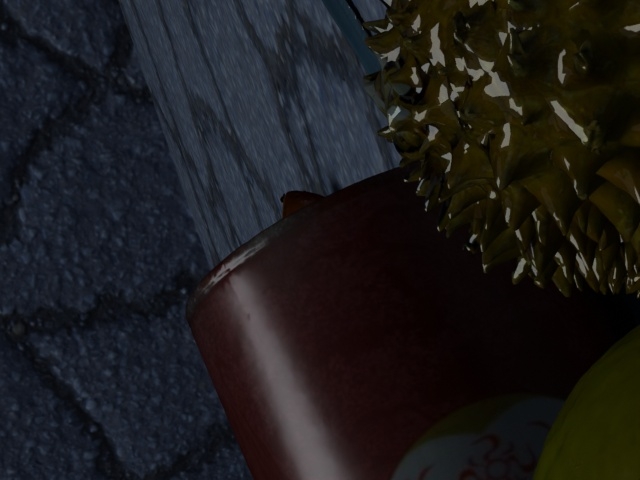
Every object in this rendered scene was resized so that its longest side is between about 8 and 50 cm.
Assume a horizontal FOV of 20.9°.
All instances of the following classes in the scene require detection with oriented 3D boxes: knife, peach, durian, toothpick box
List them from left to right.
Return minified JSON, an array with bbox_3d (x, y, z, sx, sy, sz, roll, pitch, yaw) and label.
[{"bbox_3d":[-0.011,-0.204,1.236,0.044,0.019,0.313,84,161,-52],"label":"knife"},{"bbox_3d":[0.000,0.001,1.510,0.098,0.061,0.098,-11,-90,-79],"label":"peach"},{"bbox_3d":[0.087,0.145,0.849,0.204,0.204,0.333,95,152,-72],"label":"toothpick box"},{"bbox_3d":[0.079,-0.071,0.627,0.183,0.138,0.249,57,175,15],"label":"durian"}]

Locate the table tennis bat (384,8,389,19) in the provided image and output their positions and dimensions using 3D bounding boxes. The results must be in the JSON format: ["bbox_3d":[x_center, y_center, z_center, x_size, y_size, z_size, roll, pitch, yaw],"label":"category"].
[{"bbox_3d":[0.060,-0.108,1.034,0.156,0.013,0.087,96,153,-76],"label":"table tennis bat"}]

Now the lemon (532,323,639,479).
[{"bbox_3d":[0.146,0.112,0.475,0.184,0.184,0.248,-129,20,-64],"label":"lemon"}]
